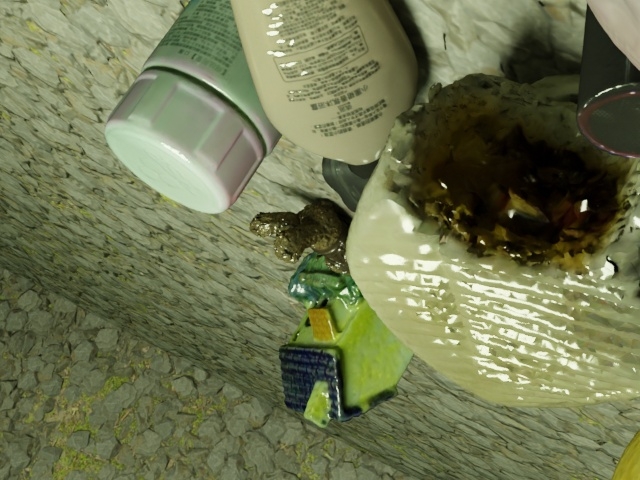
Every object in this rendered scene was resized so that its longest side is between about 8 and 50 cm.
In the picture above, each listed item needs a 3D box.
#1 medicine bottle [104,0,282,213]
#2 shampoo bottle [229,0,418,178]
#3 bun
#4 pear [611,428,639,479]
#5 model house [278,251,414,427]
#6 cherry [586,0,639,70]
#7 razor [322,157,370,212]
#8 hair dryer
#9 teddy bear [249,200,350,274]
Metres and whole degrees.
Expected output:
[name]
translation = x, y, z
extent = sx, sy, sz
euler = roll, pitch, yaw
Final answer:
[medicine bottle]
translation = -0.089, -0.123, 0.817
extent = 0.135, 0.168, 0.135
euler = 27, 160, 10
[shampoo bottle]
translation = 0.006, -0.141, 0.731
extent = 0.257, 0.127, 0.078
euler = 63, -173, -47
[bun]
translation = 0.171, -0.008, 0.677
extent = 0.282, 0.205, 0.281
euler = 23, 145, 17
[pear]
translation = 0.410, 0.247, 0.757
extent = 0.348, 0.348, 0.348
euler = 27, 161, 10
[model house]
translation = 0.011, 0.141, 1.273
extent = 0.170, 0.211, 0.194
euler = 36, 162, -20
[cherry]
translation = 0.195, -0.122, 0.338
extent = 0.239, 0.206, 0.239
euler = 17, 151, 10
[razor]
translation = 0.072, -0.059, 0.910
extent = 0.148, 0.054, 0.090
euler = 9, 151, 46
[hair dryer]
translation = 0.263, -0.106, 0.492
extent = 0.248, 0.114, 0.070
euler = 3, 159, 17
[teddy bear]
translation = 0.003, -0.008, 1.127
extent = 0.160, 0.078, 0.119
euler = 19, -168, -43
